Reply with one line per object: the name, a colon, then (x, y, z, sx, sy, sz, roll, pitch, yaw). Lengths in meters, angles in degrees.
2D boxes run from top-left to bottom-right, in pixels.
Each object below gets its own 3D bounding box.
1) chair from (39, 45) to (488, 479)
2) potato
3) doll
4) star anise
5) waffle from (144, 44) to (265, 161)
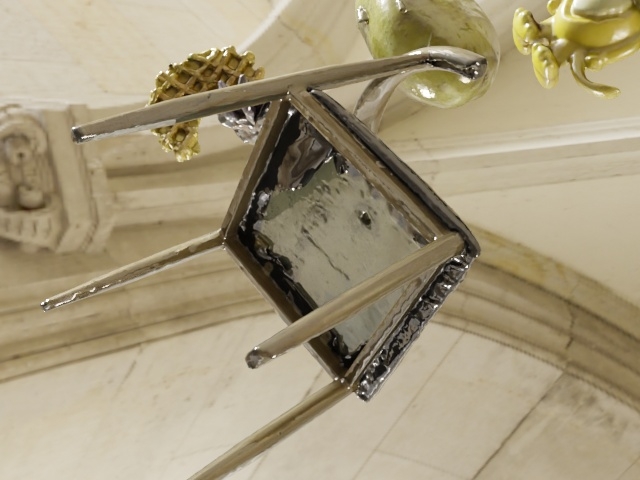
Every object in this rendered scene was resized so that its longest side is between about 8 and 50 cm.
chair: (0.000, 0.000, 0.553, 0.166, 0.272, 0.188, 48, -39, 18)
potato: (0.140, -0.273, 1.209, 0.228, 0.197, 0.148, 48, -68, 15)
doll: (0.225, -0.145, 0.574, 0.145, 0.188, 0.096, 44, -19, 36)
star anise: (-0.068, -0.166, 1.271, 0.204, 0.180, 0.061, 6, -103, 47)
waffle: (-0.168, -0.208, 1.366, 0.194, 0.051, 0.149, -24, -101, -8)
